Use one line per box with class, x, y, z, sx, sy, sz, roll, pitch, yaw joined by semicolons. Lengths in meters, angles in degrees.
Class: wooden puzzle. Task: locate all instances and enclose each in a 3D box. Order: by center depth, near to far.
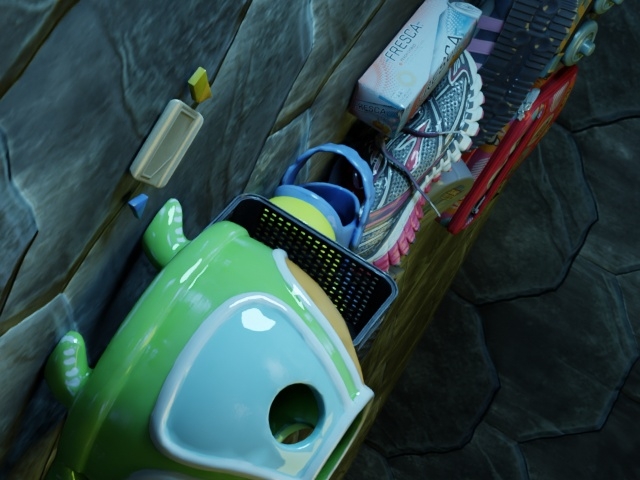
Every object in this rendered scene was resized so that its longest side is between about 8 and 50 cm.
wooden puzzle;-0.117;-0.074;1.369;0.116;0.014;0.078;-58;167;-6

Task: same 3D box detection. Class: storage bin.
storage bin;-0.035;0.053;1.692;0.122;0.180;0.084;-48;167;-48

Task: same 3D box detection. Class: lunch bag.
lunch bag;0.253;-0.156;2.743;0.258;0.120;0.293;-41;165;-53

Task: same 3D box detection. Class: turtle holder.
turtle holder;-0.101;0.147;1.500;0.320;0.227;0.243;-51;169;-39

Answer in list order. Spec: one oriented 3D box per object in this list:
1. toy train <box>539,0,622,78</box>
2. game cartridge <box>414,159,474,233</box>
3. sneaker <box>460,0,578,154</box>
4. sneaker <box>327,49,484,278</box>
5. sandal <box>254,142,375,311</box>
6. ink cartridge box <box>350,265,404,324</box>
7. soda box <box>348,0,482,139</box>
toy train;0.346;-0.370;2.522;0.190;0.142;0.334;-17;143;-56
game cartridge;0.106;-0.041;2.342;0.198;0.062;0.297;-34;174;9
sneaker;0.227;-0.247;2.375;0.319;0.112;0.131;-51;-152;33
sneaker;0.090;-0.106;2.077;0.112;0.121;0.299;40;68;-43
sandal;0.000;0.000;1.914;0.138;0.126;0.317;-59;173;-20
ink cartridge box;0.046;0.083;2.560;0.127;0.072;0.175;-60;171;11
soda box;0.104;-0.196;1.985;0.183;0.063;0.058;-52;169;-34
